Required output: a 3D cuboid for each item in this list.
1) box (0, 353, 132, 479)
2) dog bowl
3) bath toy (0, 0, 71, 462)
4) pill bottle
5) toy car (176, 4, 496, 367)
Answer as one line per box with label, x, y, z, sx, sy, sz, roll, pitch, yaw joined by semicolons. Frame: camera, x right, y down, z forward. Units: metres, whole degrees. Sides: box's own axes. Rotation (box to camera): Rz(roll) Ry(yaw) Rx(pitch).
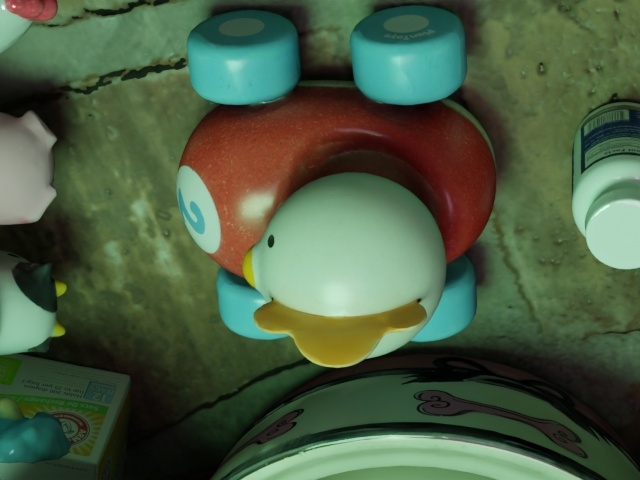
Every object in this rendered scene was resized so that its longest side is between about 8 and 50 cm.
box;-0.252;0.153;1.201;0.203;0.114;0.103;10;121;1
dog bowl;0.082;0.261;1.194;0.408;0.150;0.408;3;121;6
bath toy;-0.227;-0.027;1.055;0.129;0.151;0.348;2;100;10
pill bottle;0.192;-0.034;1.019;0.067;0.120;0.067;4;121;7
toy car;0.000;0.000;1.000;0.210;0.238;0.219;0;120;9
